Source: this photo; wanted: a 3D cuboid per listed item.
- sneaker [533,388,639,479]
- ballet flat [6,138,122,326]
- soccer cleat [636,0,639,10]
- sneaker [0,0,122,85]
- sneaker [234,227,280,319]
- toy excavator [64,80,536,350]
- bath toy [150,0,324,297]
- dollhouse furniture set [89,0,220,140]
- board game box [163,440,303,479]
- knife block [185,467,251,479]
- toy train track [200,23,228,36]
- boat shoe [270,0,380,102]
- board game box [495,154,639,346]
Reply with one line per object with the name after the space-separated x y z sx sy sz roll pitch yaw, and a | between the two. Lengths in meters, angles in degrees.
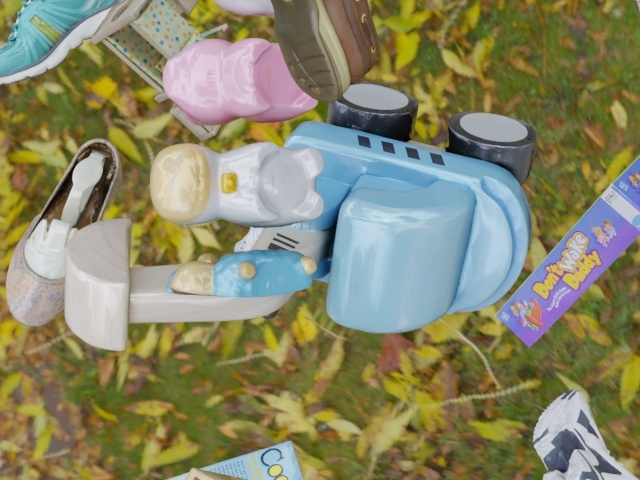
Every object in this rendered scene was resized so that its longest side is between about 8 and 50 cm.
0.392 0.327 1.639 0.094 0.235 0.153 -42 105 18 | sneaker
-0.376 -0.026 1.682 0.108 0.106 0.316 21 58 -8 | ballet flat
0.295 -0.167 0.852 0.116 0.143 0.331 -7 80 24 | soccer cleat
-0.418 -0.335 1.726 0.275 0.110 0.107 -39 41 -9 | sneaker
-0.099 0.036 1.846 0.083 0.071 0.190 0 69 -1 | sneaker
0.000 0.000 1.234 0.433 0.445 0.222 14 119 10 | toy excavator
-0.079 -0.123 1.032 0.129 0.151 0.348 -3 83 60 | bath toy
-0.143 -0.246 1.351 0.101 0.182 0.161 -17 40 47 | dollhouse furniture set
-0.165 0.409 1.684 0.275 0.142 0.144 -14 77 -19 | board game box
-0.053 0.308 1.198 0.276 0.242 0.088 28 84 -17 | knife block
-0.171 -0.290 1.645 0.083 0.014 0.048 -23 26 2 | toy train track
-0.004 -0.179 0.738 0.060 0.178 0.064 -36 37 -26 | boat shoe
0.435 -0.007 1.762 0.078 0.347 0.233 43 48 11 | board game box
